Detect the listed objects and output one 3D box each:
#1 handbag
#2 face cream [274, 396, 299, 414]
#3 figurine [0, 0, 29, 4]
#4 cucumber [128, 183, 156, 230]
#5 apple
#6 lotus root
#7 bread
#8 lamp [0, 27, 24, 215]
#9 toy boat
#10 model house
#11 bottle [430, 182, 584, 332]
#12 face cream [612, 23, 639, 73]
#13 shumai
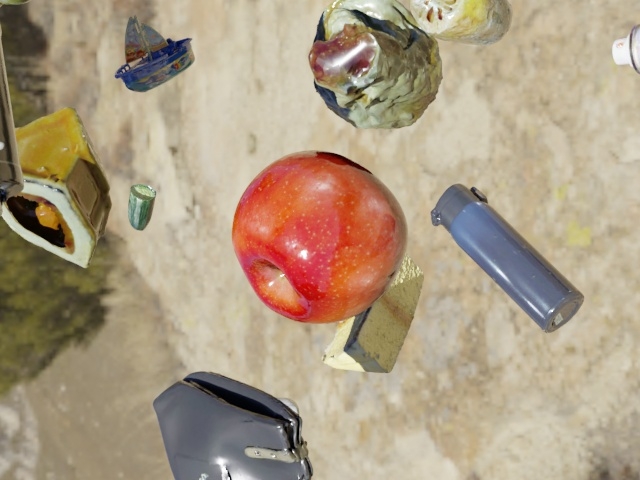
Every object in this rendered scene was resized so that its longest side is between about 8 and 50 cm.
[{"bbox_3d":[-0.085,0.355,1.559,0.288,0.152,0.342,-8,106,54],"label":"handbag"},{"bbox_3d":[-0.159,0.369,2.183,0.291,0.071,0.144,-8,42,53],"label":"face cream"},{"bbox_3d":[-0.564,-0.426,1.899,0.141,0.167,0.250,46,109,16],"label":"figurine"},{"bbox_3d":[-0.324,-0.056,1.974,0.105,0.048,0.048,110,150,-48],"label":"cucumber"},{"bbox_3d":[0.000,0.000,1.616,0.260,0.216,0.260,32,144,27],"label":"apple"},{"bbox_3d":[0.189,-0.294,1.408,0.113,0.192,0.088,36,113,24],"label":"lotus root"},{"bbox_3d":[0.074,0.131,2.114,0.178,0.135,0.240,-4,51,41],"label":"bread"},{"bbox_3d":[-0.440,-0.138,1.224,0.374,0.205,0.272,-39,68,39],"label":"lamp"},{"bbox_3d":[-0.264,-0.285,1.650,0.091,0.175,0.110,-8,115,29],"label":"toy boat"},{"bbox_3d":[-0.501,-0.115,2.142,0.268,0.174,0.239,72,-156,-43],"label":"model house"},{"bbox_3d":[0.250,0.016,1.488,0.244,0.082,0.072,47,169,30],"label":"bottle"},{"bbox_3d":[0.494,-0.259,1.426,0.229,0.075,0.075,-3,88,39],"label":"face cream"},{"bbox_3d":[0.083,-0.256,1.803,0.222,0.272,0.203,-27,36,25],"label":"shumai"}]
